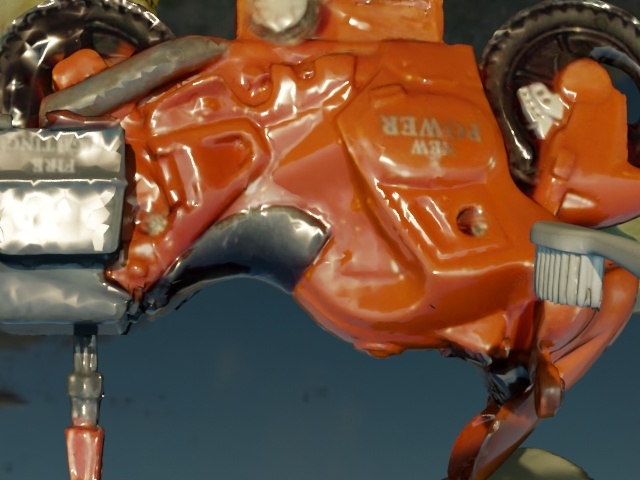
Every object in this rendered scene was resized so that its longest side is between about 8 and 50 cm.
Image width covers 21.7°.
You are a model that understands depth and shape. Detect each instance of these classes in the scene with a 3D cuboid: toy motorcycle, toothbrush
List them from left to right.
[{"bbox_3d":[0.000,0.000,0.722,0.325,0.221,0.148,0,169,-5],"label":"toy motorcycle"},{"bbox_3d":[0.098,0.017,0.380,0.019,0.025,0.275,3,-176,-13],"label":"toothbrush"}]

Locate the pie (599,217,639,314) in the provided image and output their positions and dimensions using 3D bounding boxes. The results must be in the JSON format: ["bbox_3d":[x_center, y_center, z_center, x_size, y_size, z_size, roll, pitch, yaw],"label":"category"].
[{"bbox_3d":[0.165,-0.014,0.969,0.288,0.103,0.354,2,-177,-40],"label":"pie"}]

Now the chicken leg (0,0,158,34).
[{"bbox_3d":[-0.296,-0.170,1.128,0.429,0.201,0.153,10,153,15],"label":"chicken leg"}]

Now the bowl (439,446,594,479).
[{"bbox_3d":[0.033,0.268,0.833,0.157,0.337,0.337,6,157,-17],"label":"bowl"}]
